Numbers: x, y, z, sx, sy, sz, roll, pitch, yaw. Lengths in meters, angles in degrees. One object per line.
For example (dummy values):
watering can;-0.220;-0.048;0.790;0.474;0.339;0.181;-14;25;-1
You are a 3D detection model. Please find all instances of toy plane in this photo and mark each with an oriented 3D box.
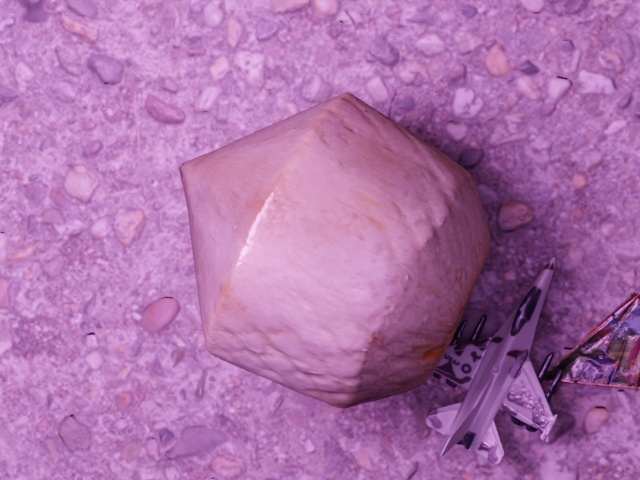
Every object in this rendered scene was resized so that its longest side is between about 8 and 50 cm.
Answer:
toy plane;0.191;0.126;1.993;0.160;0.082;0.234;29;86;21

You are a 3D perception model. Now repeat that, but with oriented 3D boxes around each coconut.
coconut;0.000;0.000;1.926;0.329;0.329;0.329;1;95;14

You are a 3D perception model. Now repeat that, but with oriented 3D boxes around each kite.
kite;0.343;0.120;1.979;0.241;0.014;0.183;-3;97;15
